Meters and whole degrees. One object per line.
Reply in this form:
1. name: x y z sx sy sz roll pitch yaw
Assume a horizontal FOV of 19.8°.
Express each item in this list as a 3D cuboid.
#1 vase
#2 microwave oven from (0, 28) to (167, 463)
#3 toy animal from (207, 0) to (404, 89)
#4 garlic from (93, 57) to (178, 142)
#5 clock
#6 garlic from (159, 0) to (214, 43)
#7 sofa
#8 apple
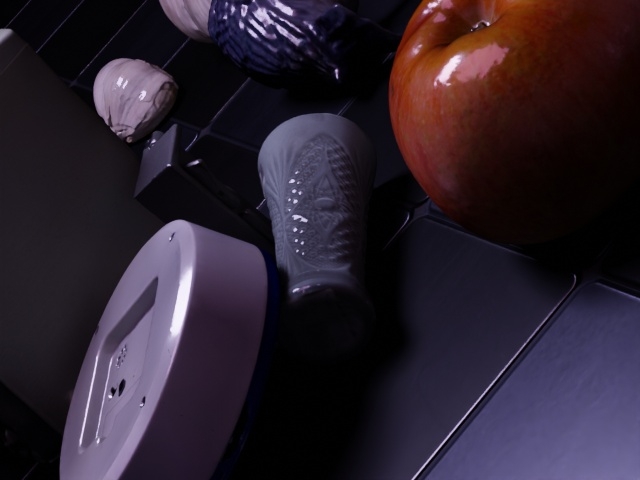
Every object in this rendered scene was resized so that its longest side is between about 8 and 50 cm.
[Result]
1. vase: 0.000 0.000 1.382 0.096 0.096 0.219 -36 29 22
2. microwave oven: -0.324 0.007 1.598 0.247 0.333 0.394 -51 23 -20
3. toy animal: -0.018 -0.221 1.705 0.185 0.122 0.298 -50 40 11
4. garlic: -0.205 -0.160 1.986 0.094 0.074 0.113 -44 38 -18
5. clock: -0.113 0.102 1.327 0.230 0.083 0.230 -54 25 40
6. garlic: -0.104 -0.327 1.917 0.218 0.212 0.218 -30 31 20
7. sofa: -0.076 -0.031 1.479 0.060 0.147 0.085 -38 25 25
8. apple: 0.142 -0.105 1.222 0.209 0.164 0.209 -35 29 23
